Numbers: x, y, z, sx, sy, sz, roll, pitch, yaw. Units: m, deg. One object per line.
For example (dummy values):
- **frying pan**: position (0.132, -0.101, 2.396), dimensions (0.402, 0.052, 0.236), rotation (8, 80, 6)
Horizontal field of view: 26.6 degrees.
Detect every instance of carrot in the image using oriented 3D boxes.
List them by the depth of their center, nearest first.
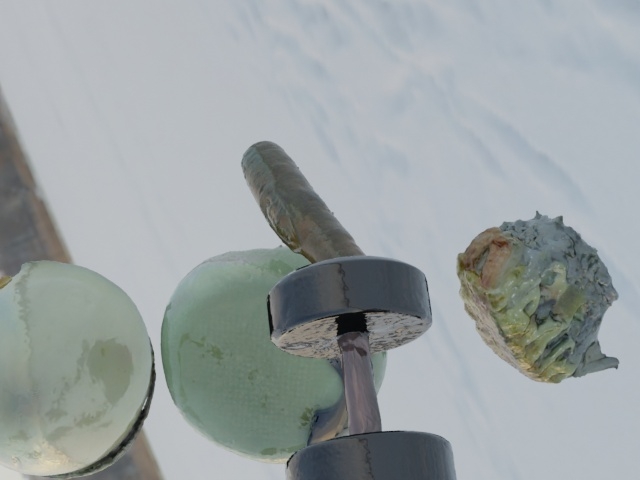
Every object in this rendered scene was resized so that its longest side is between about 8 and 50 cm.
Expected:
- **carrot**: position (0.001, 0.000, 1.481), dimensions (0.342, 0.070, 0.070), rotation (51, 162, 41)

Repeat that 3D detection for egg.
- **egg**: position (-0.355, 0.167, 1.760), dimensions (0.174, 0.264, 0.286), rotation (69, -150, -82)

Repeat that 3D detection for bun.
- **bun**: position (-0.055, 0.129, 1.727), dimensions (0.187, 0.293, 0.293), rotation (-61, -48, -70)

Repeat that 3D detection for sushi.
- **sushi**: position (0.309, 0.086, 1.899), dimensions (0.139, 0.184, 0.274), rotation (39, 165, 52)

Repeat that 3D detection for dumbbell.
- **dumbbell**: position (0.035, 0.139, 1.229), dimensions (0.152, 0.152, 0.218), rotation (94, 171, -68)
